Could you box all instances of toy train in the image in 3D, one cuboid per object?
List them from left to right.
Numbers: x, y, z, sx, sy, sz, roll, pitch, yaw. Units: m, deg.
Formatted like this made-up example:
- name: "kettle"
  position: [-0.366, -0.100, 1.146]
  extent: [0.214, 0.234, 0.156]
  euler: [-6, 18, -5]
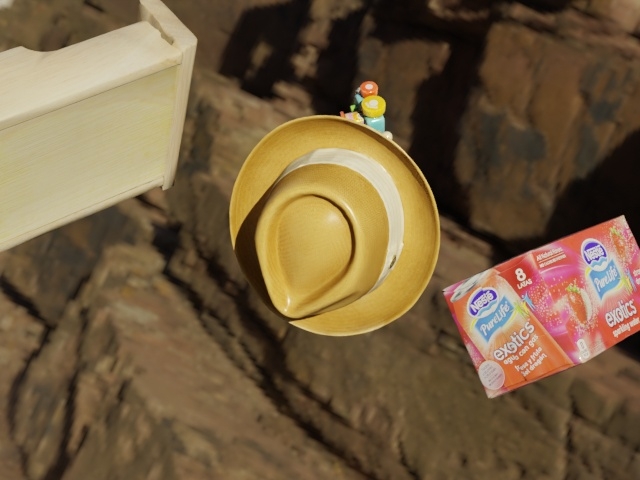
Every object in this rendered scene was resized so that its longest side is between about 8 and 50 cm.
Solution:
- name: "toy train"
  position: [0.050, -0.085, 1.508]
  extent: [0.046, 0.166, 0.125]
  euler: [-14, 0, -11]

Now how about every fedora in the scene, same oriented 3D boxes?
- name: "fedora"
  position: [0.000, 0.000, 1.125]
  extent: [0.194, 0.194, 0.079]
  euler: [27, 28, 9]

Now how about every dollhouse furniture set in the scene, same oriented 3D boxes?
- name: "dollhouse furniture set"
  position: [-0.329, -0.189, 1.222]
  extent: [0.256, 0.362, 0.394]
  euler: [-25, 58, -32]

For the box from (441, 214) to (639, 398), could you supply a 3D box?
- name: "box"
  position: [0.259, 0.067, 1.527]
  extent: [0.257, 0.122, 0.128]
  euler: [-15, 80, -55]
